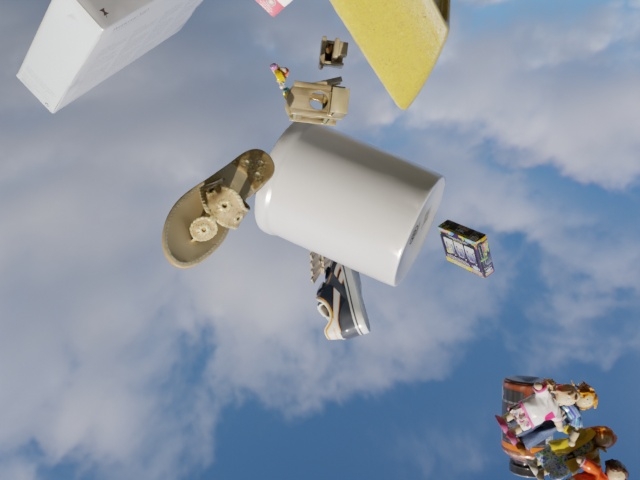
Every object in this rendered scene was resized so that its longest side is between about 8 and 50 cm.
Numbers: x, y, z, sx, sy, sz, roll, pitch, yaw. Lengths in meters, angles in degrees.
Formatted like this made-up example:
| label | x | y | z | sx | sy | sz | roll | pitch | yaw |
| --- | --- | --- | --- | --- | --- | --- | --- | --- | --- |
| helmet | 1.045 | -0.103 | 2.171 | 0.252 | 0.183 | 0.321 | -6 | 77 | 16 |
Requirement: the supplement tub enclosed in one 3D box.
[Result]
| label | x | y | z | sx | sy | sz | roll | pitch | yaw |
| --- | --- | --- | --- | --- | --- | --- | --- | --- | --- |
| supplement tub | 0.438 | 0.393 | 1.227 | 0.106 | 0.106 | 0.197 | 1 | -93 | 20 |

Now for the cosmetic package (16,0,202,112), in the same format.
| label | x | y | z | sx | sy | sz | roll | pitch | yaw |
| --- | --- | --- | --- | --- | --- | --- | --- | --- | --- |
| cosmetic package | -0.336 | -0.413 | 1.038 | 0.285 | 0.097 | 0.377 | -21 | -155 | 47 |

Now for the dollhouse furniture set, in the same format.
| label | x | y | z | sx | sy | sz | roll | pitch | yaw |
| --- | --- | --- | --- | --- | --- | --- | --- | --- | --- |
| dollhouse furniture set | -0.005 | -0.297 | 1.021 | 0.101 | 0.160 | 0.182 | 6 | -176 | -5 |

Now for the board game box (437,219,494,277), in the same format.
| label | x | y | z | sx | sy | sz | roll | pitch | yaw |
| --- | --- | --- | --- | --- | --- | --- | --- | --- | --- |
| board game box | 0.449 | 0.024 | 1.785 | 0.048 | 0.141 | 0.170 | -34 | -148 | -17 |

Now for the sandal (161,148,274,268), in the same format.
| label | x | y | z | sx | sy | sz | roll | pitch | yaw |
| --- | --- | --- | --- | --- | --- | --- | --- | --- | --- |
| sandal | -0.134 | -0.065 | 0.827 | 0.079 | 0.088 | 0.240 | -32 | -163 | 52 |

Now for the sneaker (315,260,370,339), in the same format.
| label | x | y | z | sx | sy | sz | roll | pitch | yaw |
| --- | --- | --- | --- | --- | --- | --- | --- | --- | --- |
| sneaker | 0.049 | 0.136 | 1.609 | 0.128 | 0.126 | 0.321 | -20 | -141 | 11 |

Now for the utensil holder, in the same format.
| label | x | y | z | sx | sy | sz | roll | pitch | yaw |
| --- | --- | --- | --- | --- | --- | --- | --- | --- | --- |
| utensil holder | 0.078 | -0.095 | 1.472 | 0.386 | 0.327 | 0.327 | 26 | -127 | 17 |

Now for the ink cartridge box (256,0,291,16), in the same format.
| label | x | y | z | sx | sy | sz | roll | pitch | yaw |
| --- | --- | --- | --- | --- | --- | --- | --- | --- | --- |
| ink cartridge box | -0.095 | -0.700 | 1.445 | 0.218 | 0.159 | 0.092 | -28 | -134 | 31 |

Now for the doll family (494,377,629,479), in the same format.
| label | x | y | z | sx | sy | sz | roll | pitch | yaw |
| --- | --- | --- | --- | --- | --- | --- | --- | --- | --- |
| doll family | 0.416 | 0.327 | 0.995 | 0.163 | 0.262 | 0.118 | -33 | -170 | 8 |

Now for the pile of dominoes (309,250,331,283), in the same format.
| label | x | y | z | sx | sy | sz | roll | pitch | yaw |
| --- | --- | --- | --- | --- | --- | --- | --- | --- | --- |
| pile of dominoes | 0.000 | 0.000 | 1.969 | 0.040 | 0.251 | 0.196 | 14 | -146 | 27 |

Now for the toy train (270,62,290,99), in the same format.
| label | x | y | z | sx | sy | sz | roll | pitch | yaw |
| --- | --- | --- | --- | --- | --- | --- | --- | --- | --- |
| toy train | -0.088 | -0.423 | 1.574 | 0.046 | 0.125 | 0.166 | -25 | -101 | 5 |

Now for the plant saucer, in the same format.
| label | x | y | z | sx | sy | sz | roll | pitch | yaw |
| --- | --- | --- | --- | --- | --- | --- | --- | --- | --- |
| plant saucer | 0.067 | -0.376 | 0.646 | 0.081 | 0.333 | 0.332 | -13 | -131 | 32 |
